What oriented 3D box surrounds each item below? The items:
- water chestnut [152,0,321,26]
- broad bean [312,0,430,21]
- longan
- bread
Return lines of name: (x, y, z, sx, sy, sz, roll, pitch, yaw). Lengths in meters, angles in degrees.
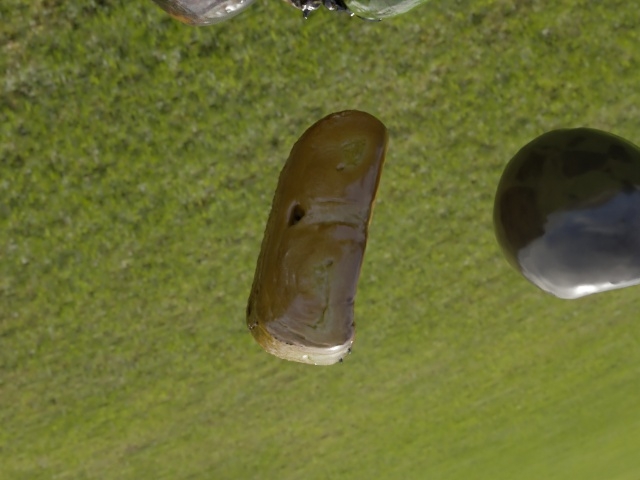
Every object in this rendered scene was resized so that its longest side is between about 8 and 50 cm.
water chestnut: (-0.109, -0.438, 1.473, 0.350, 0.302, 0.350, -35, -159, 15)
broad bean: (0.101, -0.224, 0.792, 0.061, 0.077, 0.339, 32, 161, -26)
longan: (0.354, -0.031, 1.384, 0.248, 0.248, 0.248, -19, 159, -8)
bread: (-0.008, -0.001, 1.393, 0.148, 0.327, 0.337, 10, 172, -1)
